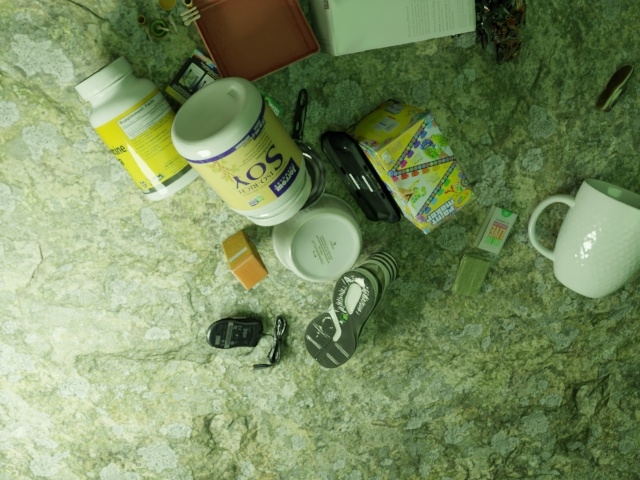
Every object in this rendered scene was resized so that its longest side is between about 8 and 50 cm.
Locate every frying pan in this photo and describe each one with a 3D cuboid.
[{"bbox_3d":[-0.095,-0.242,1.717,0.197,0.053,0.327,-14,93,2],"label":"frying pan"}]

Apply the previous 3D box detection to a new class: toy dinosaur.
[{"bbox_3d":[0.478,-0.638,1.680,0.218,0.164,0.322,-29,109,-15],"label":"toy dinosaur"}]

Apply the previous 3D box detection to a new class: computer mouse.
[{"bbox_3d":[-0.237,0.317,1.892,0.261,0.060,0.184,-1,107,-27],"label":"computer mouse"}]

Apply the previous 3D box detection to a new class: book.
[{"bbox_3d":[0.572,-0.035,1.989,0.096,0.035,0.144,16,104,-24],"label":"book"}]

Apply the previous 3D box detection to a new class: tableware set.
[{"bbox_3d":[-0.382,-0.569,1.512,0.154,0.024,0.104,-25,87,8],"label":"tableware set"}]

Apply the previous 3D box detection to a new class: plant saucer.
[{"bbox_3d":[-0.168,-0.534,1.543,0.259,0.048,0.259,-26,87,-4],"label":"plant saucer"}]

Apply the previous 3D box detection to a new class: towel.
[{"bbox_3d":[0.500,0.116,2.026,0.109,0.027,0.148,10,106,-19],"label":"towel"}]

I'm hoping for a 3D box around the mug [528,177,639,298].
[{"bbox_3d":[0.863,-0.013,1.967,0.373,0.276,0.328,23,113,9],"label":"mug"}]

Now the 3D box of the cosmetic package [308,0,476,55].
[{"bbox_3d":[0.179,-0.590,1.572,0.384,0.217,0.156,-14,113,-8],"label":"cosmetic package"}]

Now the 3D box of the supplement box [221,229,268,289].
[{"bbox_3d":[-0.213,0.048,1.697,0.080,0.233,0.078,-39,115,-2],"label":"supplement box"}]

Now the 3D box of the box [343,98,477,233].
[{"bbox_3d":[0.240,-0.213,1.688,0.177,0.290,0.279,-36,116,0],"label":"box"}]

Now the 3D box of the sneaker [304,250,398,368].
[{"bbox_3d":[0.122,0.208,1.884,0.257,0.169,0.448,-34,159,-44],"label":"sneaker"}]

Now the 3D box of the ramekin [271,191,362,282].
[{"bbox_3d":[0.000,0.000,1.794,0.272,0.127,0.273,-5,111,-14],"label":"ramekin"}]

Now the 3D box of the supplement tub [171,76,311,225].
[{"bbox_3d":[-0.184,-0.211,1.517,0.241,0.241,0.331,-38,136,1],"label":"supplement tub"}]

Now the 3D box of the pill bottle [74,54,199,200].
[{"bbox_3d":[-0.452,-0.282,1.534,0.187,0.188,0.334,-33,114,-1],"label":"pill bottle"}]

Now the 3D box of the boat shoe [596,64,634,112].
[{"bbox_3d":[0.927,-0.473,1.905,0.049,0.056,0.152,23,113,-26],"label":"boat shoe"}]

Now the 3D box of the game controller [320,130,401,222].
[{"bbox_3d":[0.116,-0.177,1.736,0.067,0.166,0.319,-47,117,-22],"label":"game controller"}]

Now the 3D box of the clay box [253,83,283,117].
[{"bbox_3d":[-0.217,-0.310,1.659,0.127,0.053,0.222,38,96,-22],"label":"clay box"}]

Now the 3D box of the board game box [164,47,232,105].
[{"bbox_3d":[-0.294,-0.389,1.584,0.170,0.048,0.141,39,98,-4],"label":"board game box"}]
